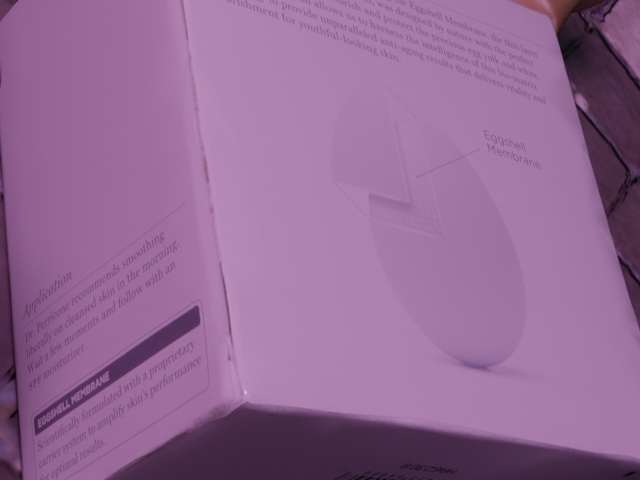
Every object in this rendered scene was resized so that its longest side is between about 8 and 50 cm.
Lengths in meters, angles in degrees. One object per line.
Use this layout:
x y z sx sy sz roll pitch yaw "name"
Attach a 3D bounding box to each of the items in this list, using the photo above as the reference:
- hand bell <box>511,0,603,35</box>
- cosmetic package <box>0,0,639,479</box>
0.084 -0.090 0.813 0.126 0.126 0.242 37 55 -20 "hand bell"
0.000 0.000 0.610 0.224 0.138 0.224 14 55 -38 "cosmetic package"
